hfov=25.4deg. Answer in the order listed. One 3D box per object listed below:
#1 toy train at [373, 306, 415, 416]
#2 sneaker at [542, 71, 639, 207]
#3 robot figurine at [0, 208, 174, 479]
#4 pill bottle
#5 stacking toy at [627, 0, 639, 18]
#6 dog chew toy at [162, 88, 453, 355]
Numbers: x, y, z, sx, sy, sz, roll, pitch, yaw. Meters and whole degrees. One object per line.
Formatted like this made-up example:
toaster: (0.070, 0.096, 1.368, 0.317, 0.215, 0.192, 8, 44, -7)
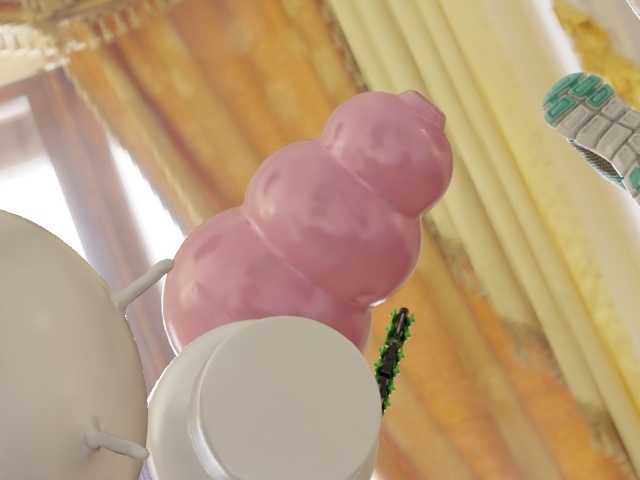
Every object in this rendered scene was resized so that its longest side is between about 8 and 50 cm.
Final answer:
toy train: (0.043, 0.079, 0.904, 0.017, 0.083, 0.023, 18, -37, 2)
sneaker: (0.240, -0.059, 1.058, 0.065, 0.166, 0.076, -44, -28, 5)
robot figurine: (-0.237, 0.099, 0.713, 0.353, 0.300, 0.200, -16, -36, 15)
pill bottle: (-0.048, 0.140, 0.952, 0.152, 0.152, 0.272, -18, -13, -18)
stacking toy: (0.445, -0.344, 1.611, 0.351, 0.350, 0.480, -22, 4, -1)
dog chew toy: (0.000, 0.000, 1.341, 0.332, 0.206, 0.206, -52, -21, 10)
